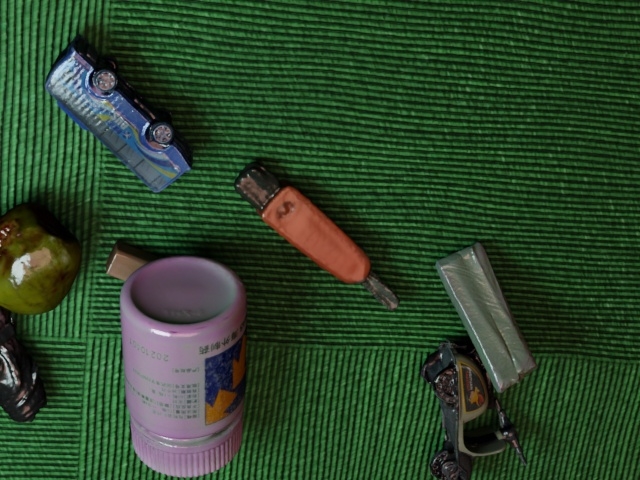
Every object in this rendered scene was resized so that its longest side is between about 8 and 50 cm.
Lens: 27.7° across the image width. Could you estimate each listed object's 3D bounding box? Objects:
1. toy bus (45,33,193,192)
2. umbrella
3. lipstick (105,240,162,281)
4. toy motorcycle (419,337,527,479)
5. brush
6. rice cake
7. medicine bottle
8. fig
[{"bbox_3d":[-0.278,-0.172,1.798,0.094,0.079,0.236,-42,112,10],"label":"toy bus"},{"bbox_3d":[-0.483,0.118,1.872,0.094,0.090,0.326,-11,115,19],"label":"umbrella"},{"bbox_3d":[-0.241,0.050,1.910,0.145,0.045,0.045,23,108,-18],"label":"lipstick"},{"bbox_3d":[0.242,0.266,2.055,0.157,0.091,0.263,-9,110,-11],"label":"toy motorcycle"},{"bbox_3d":[0.000,0.000,1.932,0.323,0.051,0.070,42,93,-18],"label":"brush"},{"bbox_3d":[0.256,0.117,1.975,0.080,0.042,0.221,-24,85,-15],"label":"rice cake"},{"bbox_3d":[-0.194,0.183,1.868,0.178,0.178,0.290,-4,127,-8],"label":"medicine bottle"},{"bbox_3d":[-0.412,0.033,1.827,0.154,0.144,0.165,-8,126,-9],"label":"fig"}]
